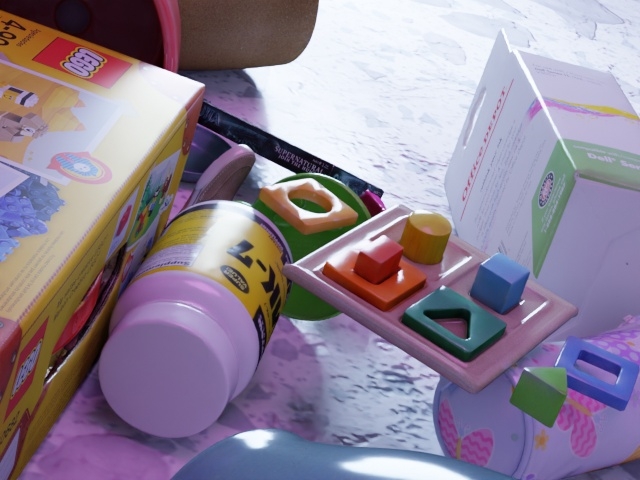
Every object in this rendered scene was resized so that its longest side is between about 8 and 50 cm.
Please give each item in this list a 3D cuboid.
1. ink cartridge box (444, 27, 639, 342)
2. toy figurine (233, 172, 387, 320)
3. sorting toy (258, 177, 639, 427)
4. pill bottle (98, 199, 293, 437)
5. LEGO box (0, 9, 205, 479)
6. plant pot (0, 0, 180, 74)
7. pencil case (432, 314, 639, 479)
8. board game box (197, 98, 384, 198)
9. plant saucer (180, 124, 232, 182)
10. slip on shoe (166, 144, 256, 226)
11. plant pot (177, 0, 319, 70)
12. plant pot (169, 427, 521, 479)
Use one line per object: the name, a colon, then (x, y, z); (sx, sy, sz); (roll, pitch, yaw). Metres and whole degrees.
ink cartridge box: (0.227, -0.047, 1.599); (0.119, 0.207, 0.353); (12, 28, -12)
toy figurine: (0.000, 0.000, 1.503); (0.173, 0.130, 0.159); (3, 5, 23)
sorting toy: (0.092, 0.029, 1.282); (0.348, 0.047, 0.196); (31, 30, 22)
pill bottle: (-0.096, 0.060, 1.275); (0.119, 0.119, 0.208); (20, 27, 1)
LEGO box: (-0.335, -0.012, 1.164); (0.373, 0.193, 0.500); (20, 26, 1)
plant pot: (-0.248, -0.193, 1.524); (0.275, 0.274, 0.243); (19, 17, -1)
pencil case: (0.221, 0.129, 1.353); (0.273, 0.113, 0.124); (-8, 78, -39)
board game box: (-0.039, -0.088, 1.611); (0.186, 0.026, 0.126); (28, 3, 26)
plant saucer: (-0.143, -0.088, 1.634); (0.119, 0.021, 0.119); (16, 26, -8)
slip on shoe: (-0.097, -0.022, 1.424); (0.041, 0.135, 0.051); (42, 3, 22)
plant pot: (-0.170, -0.284, 1.796); (0.254, 0.237, 0.237); (-17, 42, -31)
plant pot: (0.027, 0.231, 0.898); (0.255, 0.271, 0.272); (22, 22, 39)
